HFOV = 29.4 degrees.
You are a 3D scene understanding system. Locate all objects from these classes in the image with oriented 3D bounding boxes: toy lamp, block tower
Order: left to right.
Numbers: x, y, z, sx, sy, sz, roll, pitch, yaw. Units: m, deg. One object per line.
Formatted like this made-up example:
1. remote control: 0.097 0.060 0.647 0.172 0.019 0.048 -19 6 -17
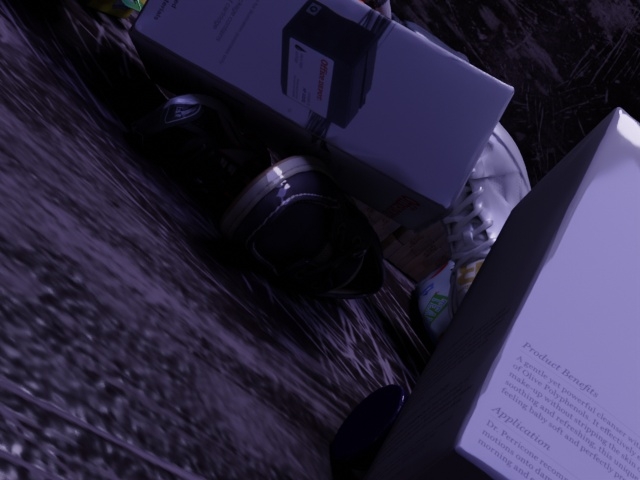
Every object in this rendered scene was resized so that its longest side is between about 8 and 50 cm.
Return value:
1. block tower: 0.092 -0.038 1.562 0.335 0.091 0.097 38 17 -45
2. toy lamp: 0.125 0.223 0.888 0.275 0.080 0.080 44 13 -14

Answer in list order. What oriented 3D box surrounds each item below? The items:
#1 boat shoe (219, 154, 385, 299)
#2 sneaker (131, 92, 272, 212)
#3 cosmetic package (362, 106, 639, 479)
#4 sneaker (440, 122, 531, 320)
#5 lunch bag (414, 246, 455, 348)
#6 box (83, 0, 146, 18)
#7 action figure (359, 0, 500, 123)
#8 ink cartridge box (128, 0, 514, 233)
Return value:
1. boat shoe: 0.000 0.000 1.082 0.092 0.103 0.285 47 5 17
2. sneaker: -0.087 -0.066 1.057 0.178 0.072 0.077 23 39 -54
3. cosmetic package: 0.186 0.099 0.827 0.197 0.155 0.365 39 45 -2
4. sneaker: 0.165 -0.010 1.257 0.292 0.108 0.169 55 30 -17
5. lunch bag: 0.237 0.139 1.489 0.303 0.115 0.243 49 9 -4
6. box: -0.247 -0.295 1.257 0.179 0.043 0.105 48 11 8
7. action figure: 0.089 -0.205 1.445 0.330 0.178 0.341 37 17 -24
8. ink cartridge box: -0.002 -0.142 1.114 0.307 0.129 0.223 30 -5 -1
